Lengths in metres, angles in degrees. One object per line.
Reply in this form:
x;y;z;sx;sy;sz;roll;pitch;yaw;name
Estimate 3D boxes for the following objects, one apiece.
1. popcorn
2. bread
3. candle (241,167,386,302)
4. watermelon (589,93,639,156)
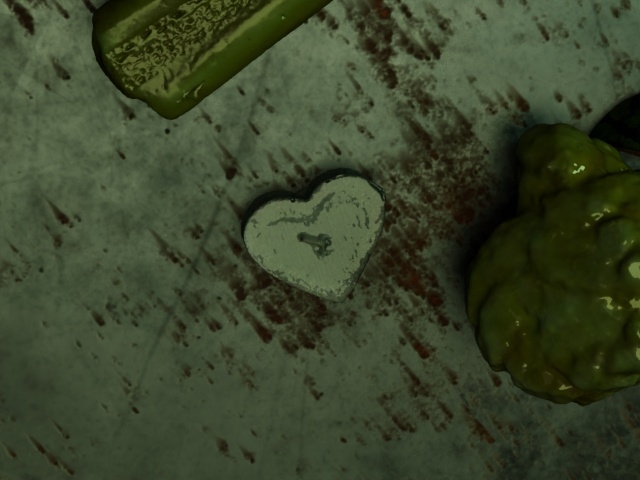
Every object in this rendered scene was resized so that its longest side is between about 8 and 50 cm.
0.334;0.044;1.776;0.292;0.293;0.334;28;89;-13;popcorn
-0.098;-0.306;1.669;0.383;0.112;0.166;-38;108;5;bread
0.000;0.000;1.813;0.192;0.068;0.168;-18;107;-1;candle
0.425;-0.139;1.850;0.135;0.125;0.094;-5;145;21;watermelon
